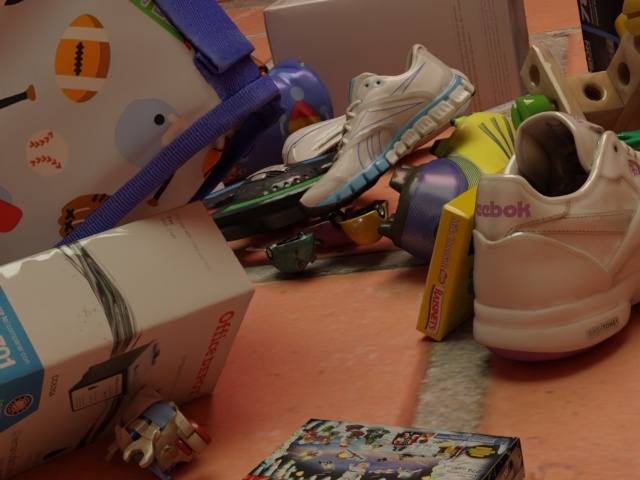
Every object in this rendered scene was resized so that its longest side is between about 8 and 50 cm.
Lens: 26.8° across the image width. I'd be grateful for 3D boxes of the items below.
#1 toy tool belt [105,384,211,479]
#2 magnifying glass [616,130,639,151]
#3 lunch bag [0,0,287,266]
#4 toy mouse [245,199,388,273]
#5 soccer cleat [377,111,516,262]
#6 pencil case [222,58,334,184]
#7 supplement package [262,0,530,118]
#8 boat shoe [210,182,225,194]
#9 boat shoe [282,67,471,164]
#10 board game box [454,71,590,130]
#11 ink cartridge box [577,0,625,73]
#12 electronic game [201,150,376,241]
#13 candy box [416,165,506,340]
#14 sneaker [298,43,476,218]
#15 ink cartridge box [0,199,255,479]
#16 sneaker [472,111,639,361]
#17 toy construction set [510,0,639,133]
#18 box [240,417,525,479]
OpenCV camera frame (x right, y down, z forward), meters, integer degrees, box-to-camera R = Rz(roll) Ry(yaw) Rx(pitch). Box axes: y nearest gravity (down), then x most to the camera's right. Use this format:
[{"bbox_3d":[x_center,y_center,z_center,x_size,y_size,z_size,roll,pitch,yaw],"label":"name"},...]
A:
[{"bbox_3d":[-0.102,0.126,0.822,0.051,0.052,0.083,-46,26,-14],"label":"toy tool belt"},{"bbox_3d":[0.294,-0.096,1.332,0.092,0.026,0.231,-16,19,-16],"label":"magnifying glass"},{"bbox_3d":[-0.235,-0.114,0.958,0.385,0.328,0.239,-42,-3,38],"label":"lunch bag"},{"bbox_3d":[0.000,0.000,1.175,0.143,0.031,0.161,-19,7,22],"label":"toy mouse"},{"bbox_3d":[0.142,-0.041,1.173,0.121,0.093,0.289,19,23,14],"label":"soccer cleat"},{"bbox_3d":[-0.136,-0.121,1.514,0.306,0.119,0.133,-18,42,-22],"label":"pencil case"},{"bbox_3d":[0.102,-0.239,1.658,0.293,0.175,0.177,-7,18,15],"label":"supplement package"},{"bbox_3d":[-0.210,-0.049,1.383,0.228,0.076,0.080,3,39,-37],"label":"boat shoe"},{"bbox_3d":[0.072,-0.113,1.454,0.226,0.083,0.076,-27,30,-7],"label":"boat shoe"},{"bbox_3d":[0.217,-0.131,1.426,0.154,0.026,0.103,-20,14,18],"label":"board game box"},{"bbox_3d":[0.345,-0.231,1.494,0.065,0.165,0.333,-12,16,0],"label":"ink cartridge box"},{"bbox_3d":[-0.041,-0.048,1.292,0.229,0.048,0.229,-18,10,3],"label":"electronic game"},{"bbox_3d":[0.142,-0.010,1.002,0.027,0.105,0.206,29,35,25],"label":"candy box"},{"bbox_3d":[0.042,-0.098,1.171,0.190,0.083,0.071,-43,3,-16],"label":"sneaker"},{"bbox_3d":[-0.152,0.067,0.854,0.190,0.139,0.082,-19,63,-29],"label":"ink cartridge box"},{"bbox_3d":[0.210,-0.030,0.939,0.114,0.152,0.305,2,20,40],"label":"sneaker"},{"bbox_3d":[0.275,-0.192,1.128,0.237,0.309,0.257,-10,-6,-9],"label":"toy construction set"},{"bbox_3d":[0.030,0.133,0.731,0.137,0.027,0.094,0,21,32],"label":"box"}]
